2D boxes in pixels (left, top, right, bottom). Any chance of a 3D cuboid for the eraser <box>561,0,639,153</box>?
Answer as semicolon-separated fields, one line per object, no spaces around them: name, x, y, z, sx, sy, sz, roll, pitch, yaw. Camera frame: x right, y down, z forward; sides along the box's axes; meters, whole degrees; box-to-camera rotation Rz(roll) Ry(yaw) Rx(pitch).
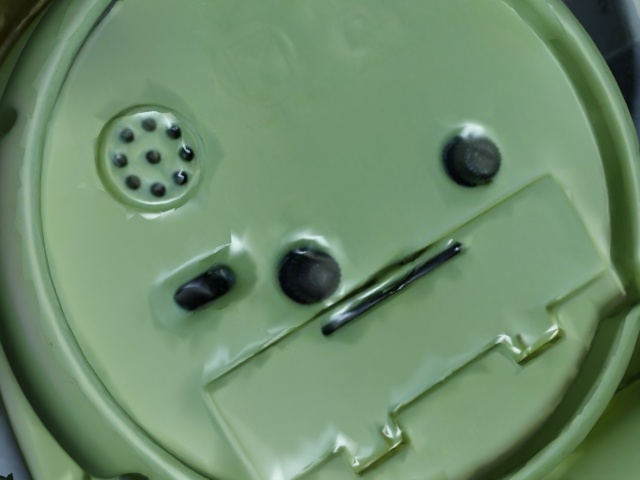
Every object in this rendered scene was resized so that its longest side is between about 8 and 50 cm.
eraser;0.144;-0.205;0.545;0.089;0.061;0.352;-13;84;-20

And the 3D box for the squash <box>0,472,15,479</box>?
squash;-0.143;0.176;0.370;0.095;0.095;0.188;-3;85;-19

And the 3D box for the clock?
clock;0.000;0.000;0.428;0.286;0.117;0.348;-31;90;-19
